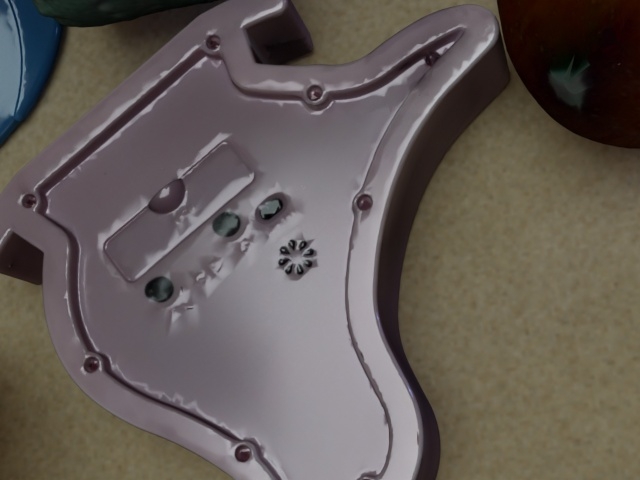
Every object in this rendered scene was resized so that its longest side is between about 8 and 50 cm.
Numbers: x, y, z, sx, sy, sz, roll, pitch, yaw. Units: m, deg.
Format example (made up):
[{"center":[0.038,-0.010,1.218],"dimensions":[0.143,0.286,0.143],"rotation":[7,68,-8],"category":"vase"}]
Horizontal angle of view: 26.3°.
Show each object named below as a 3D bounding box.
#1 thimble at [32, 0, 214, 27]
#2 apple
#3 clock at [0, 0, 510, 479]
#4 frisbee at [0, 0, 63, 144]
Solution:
[{"center":[-0.108,-0.225,0.753],"dimensions":[0.143,0.235,0.198],"rotation":[-15,115,9],"category":"thimble"},{"center":[0.181,-0.141,0.662],"dimensions":[0.199,0.199,0.199],"rotation":[-3,77,13],"category":"apple"},{"center":[0.000,0.000,0.734],"dimensions":[0.290,0.080,0.275],"rotation":[-44,72,2],"category":"clock"},{"center":[-0.276,-0.141,0.853],"dimensions":[0.242,0.045,0.242],"rotation":[-4,76,14],"category":"frisbee"}]
